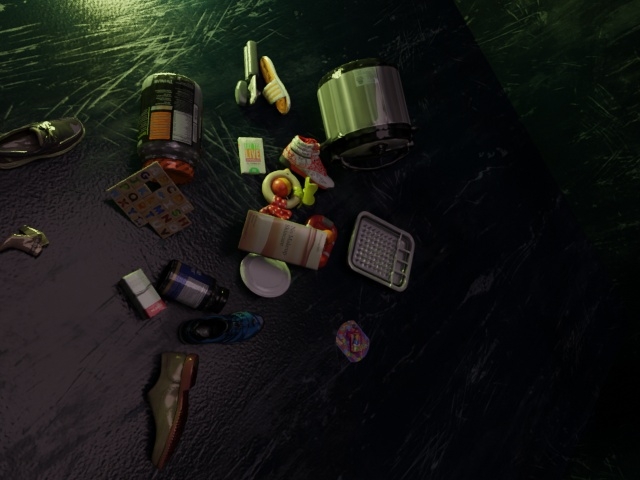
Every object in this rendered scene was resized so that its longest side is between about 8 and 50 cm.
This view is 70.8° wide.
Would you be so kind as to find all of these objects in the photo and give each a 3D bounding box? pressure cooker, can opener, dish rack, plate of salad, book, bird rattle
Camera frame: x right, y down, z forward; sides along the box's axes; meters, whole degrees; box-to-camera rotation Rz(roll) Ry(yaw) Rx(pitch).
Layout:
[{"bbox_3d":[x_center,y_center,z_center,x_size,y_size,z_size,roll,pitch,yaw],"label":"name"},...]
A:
[{"bbox_3d":[0.188,-0.498,1.910,0.375,0.369,0.421,-8,84,-54],"label":"pressure cooker"},{"bbox_3d":[-0.293,-0.683,1.841,0.093,0.074,0.280,8,74,-30],"label":"can opener"},{"bbox_3d":[0.259,0.053,2.003,0.332,0.072,0.286,26,66,-25],"label":"dish rack"},{"bbox_3d":[-0.208,0.128,1.695,0.199,0.048,0.200,15,51,-20],"label":"plate of salad"},{"bbox_3d":[-0.275,-0.335,1.793,0.096,0.035,0.144,-3,81,-29],"label":"book"},{"bbox_3d":[-0.149,-0.177,1.804,0.253,0.143,0.207,-31,83,-21],"label":"bird rattle"}]

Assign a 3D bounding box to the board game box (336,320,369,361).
[{"bbox_3d":[0.142,0.416,1.860,0.169,0.033,0.133,51,57,-10],"label":"board game box"}]

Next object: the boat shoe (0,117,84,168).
[{"bbox_3d":[-0.860,-0.308,1.377,0.285,0.092,0.103,-33,96,-34],"label":"boat shoe"}]

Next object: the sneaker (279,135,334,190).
[{"bbox_3d":[-0.022,-0.324,1.869,0.270,0.145,0.090,29,23,-21],"label":"sneaker"}]

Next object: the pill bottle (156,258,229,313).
[{"bbox_3d":[-0.424,0.162,1.515,0.219,0.123,0.123,30,64,-23],"label":"pill bottle"}]

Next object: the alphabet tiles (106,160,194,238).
[{"bbox_3d":[-0.545,-0.117,1.485,0.237,0.198,0.009,57,10,-30],"label":"alphabet tiles"}]

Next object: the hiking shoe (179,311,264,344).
[{"bbox_3d":[-0.318,0.305,1.538,0.304,0.132,0.113,-5,80,-33],"label":"hiking shoe"}]

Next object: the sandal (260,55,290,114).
[{"bbox_3d":[-0.213,-0.638,1.873,0.076,0.102,0.265,-21,81,-33],"label":"sandal"}]

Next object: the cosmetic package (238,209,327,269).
[{"bbox_3d":[-0.139,0.002,1.657,0.296,0.129,0.153,15,86,-7],"label":"cosmetic package"}]

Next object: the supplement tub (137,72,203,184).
[{"bbox_3d":[-0.513,-0.375,1.544,0.207,0.207,0.338,7,75,-31],"label":"supplement tub"}]

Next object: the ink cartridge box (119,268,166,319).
[{"bbox_3d":[-0.566,0.172,1.430,0.063,0.109,0.150,-35,97,-32],"label":"ink cartridge box"}]

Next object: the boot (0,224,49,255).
[{"bbox_3d":[-0.868,0.014,1.322,0.087,0.042,0.118,47,59,-16],"label":"boot"}]

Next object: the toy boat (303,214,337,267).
[{"bbox_3d":[0.000,0.000,1.805,0.151,0.151,0.231,33,63,-21],"label":"toy boat"}]

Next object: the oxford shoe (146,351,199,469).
[{"bbox_3d":[-0.483,0.523,1.413,0.130,0.123,0.348,11,71,-2],"label":"oxford shoe"}]
